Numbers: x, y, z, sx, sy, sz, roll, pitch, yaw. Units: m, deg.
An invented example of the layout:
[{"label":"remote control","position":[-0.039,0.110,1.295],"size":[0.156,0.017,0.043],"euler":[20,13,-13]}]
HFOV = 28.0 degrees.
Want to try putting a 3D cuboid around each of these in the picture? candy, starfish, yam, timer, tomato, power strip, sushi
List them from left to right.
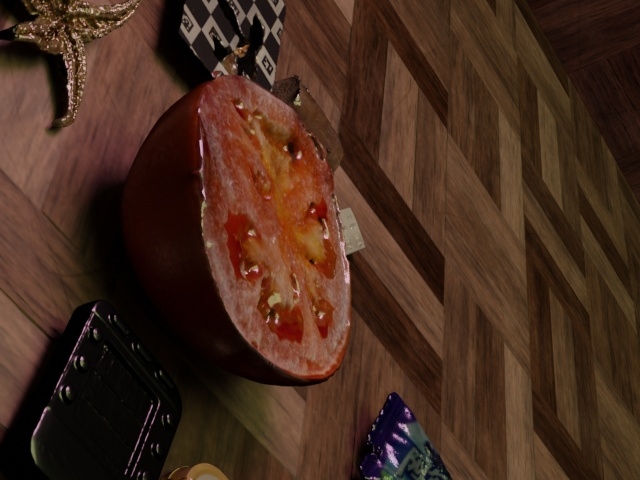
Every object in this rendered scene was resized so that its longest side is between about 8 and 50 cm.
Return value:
[{"label":"starfish","position":[-0.251,-0.217,1.258],"size":[0.238,0.057,0.213],"euler":[-17,95,-62]},{"label":"timer","position":[-0.190,0.158,1.091],"size":[0.144,0.055,0.187],"euler":[55,32,-29]},{"label":"sushi","position":[-0.120,-0.265,1.584],"size":[0.192,0.043,0.279],"euler":[49,31,-37]},{"label":"tomato","position":[-0.095,0.004,1.301],"size":[0.338,0.144,0.338],"euler":[43,39,-49]},{"label":"yam","position":[-0.028,-0.140,1.630],"size":[0.127,0.084,0.084],"euler":[50,30,-39]},{"label":"power strip","position":[0.000,0.000,1.643],"size":[0.253,0.027,0.060],"euler":[-20,89,-66]},{"label":"candy","position":[0.129,0.332,1.608],"size":[0.275,0.070,0.145],"euler":[61,33,-22]}]

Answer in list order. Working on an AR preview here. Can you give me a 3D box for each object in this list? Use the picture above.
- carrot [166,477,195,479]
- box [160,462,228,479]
[{"label":"carrot","position":[-0.127,0.312,1.065],"size":[0.069,0.069,0.228],"euler":[41,43,-46]},{"label":"box","position":[-0.112,0.259,1.189],"size":[0.105,0.037,0.105],"euler":[47,31,-41]}]
